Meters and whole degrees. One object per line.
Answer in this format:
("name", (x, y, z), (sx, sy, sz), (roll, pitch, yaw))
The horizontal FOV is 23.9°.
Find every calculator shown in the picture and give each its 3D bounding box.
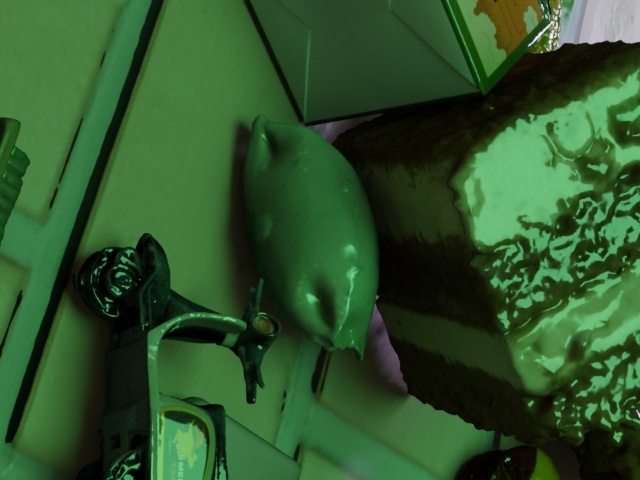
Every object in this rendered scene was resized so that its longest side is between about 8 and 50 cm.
("calculator", (-0.074, 0.193, 1.188), (0.175, 0.032, 0.100), (40, 56, -39))

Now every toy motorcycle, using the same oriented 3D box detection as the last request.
("toy motorcycle", (-0.103, 0.124, 1.099), (0.157, 0.091, 0.263), (7, 72, -28))

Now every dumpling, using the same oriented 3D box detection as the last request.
("dumpling", (-0.010, 0.002, 1.254), (0.105, 0.149, 0.216), (-16, 76, -16))

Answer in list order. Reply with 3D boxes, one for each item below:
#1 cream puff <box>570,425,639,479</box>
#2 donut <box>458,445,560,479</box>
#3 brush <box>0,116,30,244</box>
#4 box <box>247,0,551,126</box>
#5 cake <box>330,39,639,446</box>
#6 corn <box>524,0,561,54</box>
("cream puff", (0.369, 0.157, 1.565), (0.327, 0.231, 0.343), (47, 37, -51))
("donut", (0.181, 0.265, 1.463), (0.140, 0.059, 0.140), (8, 79, -49))
("brush", (-0.255, 0.046, 0.979), (0.048, 0.054, 0.282), (55, 45, -56))
("box", (0.060, -0.216, 1.274), (0.148, 0.195, 0.177), (-45, 118, -42))
("cake", (0.186, -0.003, 1.299), (0.256, 0.282, 0.290), (-26, 105, -21))
("corn", (0.187, -0.154, 1.498), (0.097, 0.097, 0.261), (38, 56, -41))
